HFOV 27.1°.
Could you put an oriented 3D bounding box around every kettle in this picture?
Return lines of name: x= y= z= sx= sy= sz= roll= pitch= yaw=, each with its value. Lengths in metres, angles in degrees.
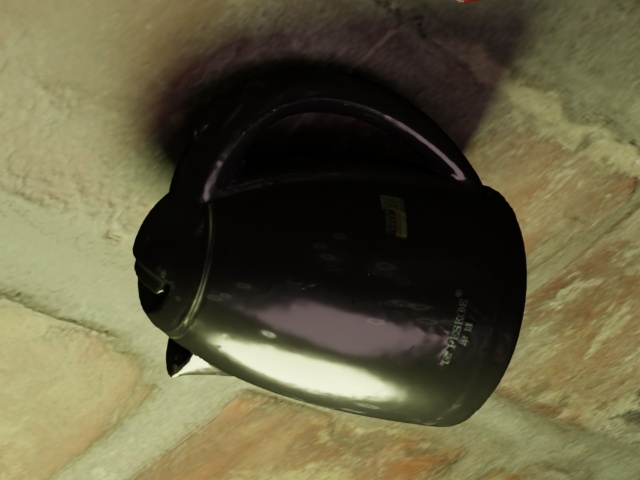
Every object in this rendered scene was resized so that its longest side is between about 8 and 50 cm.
kettle: x=0.000 y=0.000 z=1.057 sx=0.290 sy=0.207 sz=0.268 roll=13 pitch=103 yaw=-24

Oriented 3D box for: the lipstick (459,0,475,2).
lipstick: x=0.176 y=-0.219 z=0.957 sx=0.186 sy=0.057 sz=0.063 roll=-23 pitch=115 yaw=13
